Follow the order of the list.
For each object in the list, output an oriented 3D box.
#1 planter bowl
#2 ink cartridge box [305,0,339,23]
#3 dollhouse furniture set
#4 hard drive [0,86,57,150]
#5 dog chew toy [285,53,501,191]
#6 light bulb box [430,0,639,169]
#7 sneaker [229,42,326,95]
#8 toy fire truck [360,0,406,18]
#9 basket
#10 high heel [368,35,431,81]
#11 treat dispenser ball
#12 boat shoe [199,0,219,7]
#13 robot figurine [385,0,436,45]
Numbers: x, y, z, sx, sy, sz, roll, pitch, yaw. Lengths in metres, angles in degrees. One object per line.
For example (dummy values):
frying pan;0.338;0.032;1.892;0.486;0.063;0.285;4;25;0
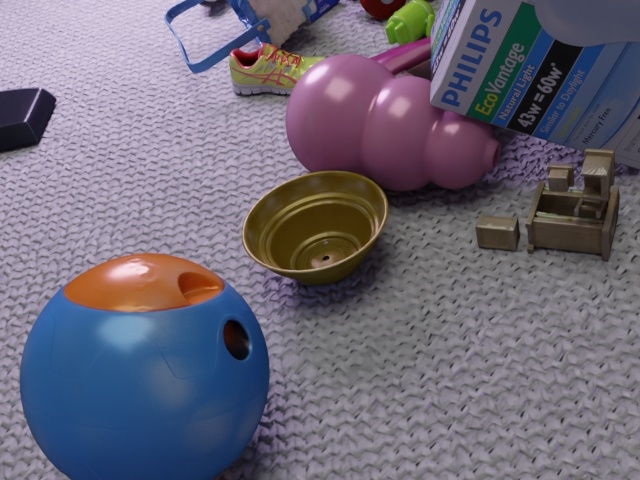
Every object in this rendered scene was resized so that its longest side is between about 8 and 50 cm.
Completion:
planter bowl;0.000;0.000;1.284;0.217;0.090;0.217;-10;41;9
ink cartridge box;-0.067;-0.539;1.929;0.207;0.046;0.097;26;59;38
dollhouse furniture set;0.310;-0.072;1.201;0.181;0.161;0.101;7;47;24
hard drive;-0.691;-0.246;1.819;0.254;0.054;0.172;-8;42;11
dog chew toy;0.115;-0.170;1.358;0.331;0.207;0.207;16;51;23
light bulb box;0.380;-0.335;1.227;0.361;0.358;0.225;15;43;-6
sneaker;-0.084;-0.335;1.676;0.208;0.094;0.081;-3;42;14
toy fire truck;0.147;-0.621;1.785;0.302;0.254;0.169;-25;42;-8
basket;-0.169;-0.471;1.774;0.289;0.201;0.255;-28;46;0
high heel;0.223;-0.360;1.563;0.377;0.127;0.181;-37;55;-16
treat dispenser ball;-0.204;0.159;1.035;0.288;0.288;0.288;-10;42;9
boat shoe;-0.252;-0.607;2.054;0.081;0.069;0.228;19;45;-12
robot figurine;0.176;-0.425;1.703;0.101;0.067;0.115;17;51;43
